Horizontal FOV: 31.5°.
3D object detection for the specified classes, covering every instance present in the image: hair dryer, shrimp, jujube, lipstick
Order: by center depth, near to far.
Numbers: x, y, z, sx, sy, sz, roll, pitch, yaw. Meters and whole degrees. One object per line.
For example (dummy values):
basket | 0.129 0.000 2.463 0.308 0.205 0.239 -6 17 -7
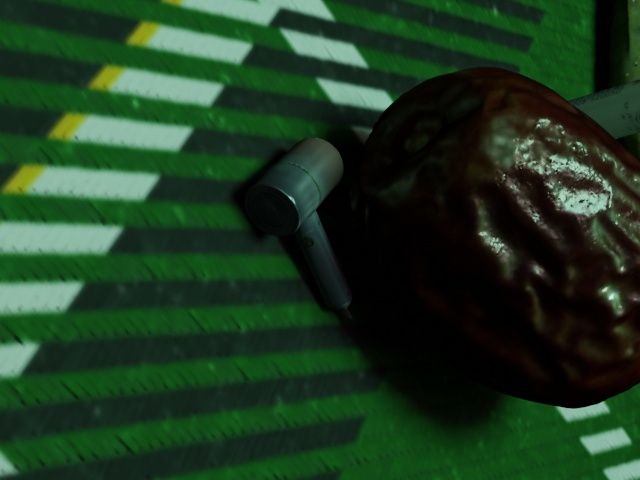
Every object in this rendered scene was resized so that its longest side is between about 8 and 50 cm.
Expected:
hair dryer | 0.000 0.000 0.694 0.063 0.037 0.114 -48 123 -46
jujube | 0.135 0.006 0.727 0.243 0.183 0.183 41 51 -34
lipstick | 0.208 -0.093 0.872 0.040 0.141 0.040 19 64 -45
shrimp | 0.314 -0.177 1.084 0.145 0.061 0.267 20 61 -54
